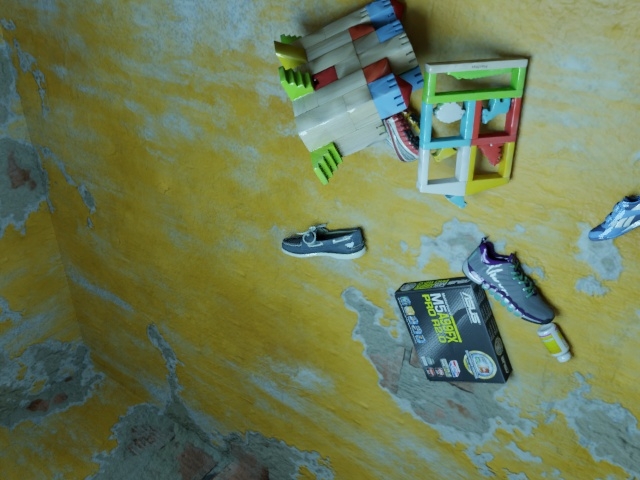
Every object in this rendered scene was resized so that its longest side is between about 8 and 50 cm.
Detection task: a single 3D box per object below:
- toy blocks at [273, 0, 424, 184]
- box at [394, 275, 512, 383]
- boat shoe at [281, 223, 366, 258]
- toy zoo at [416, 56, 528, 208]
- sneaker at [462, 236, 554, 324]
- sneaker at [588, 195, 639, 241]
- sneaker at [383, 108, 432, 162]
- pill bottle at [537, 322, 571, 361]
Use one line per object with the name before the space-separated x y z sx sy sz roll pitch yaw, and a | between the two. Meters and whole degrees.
toy blocks | 0.075 -0.319 1.033 0.261 0.381 0.191 -21 140 13
box | 0.327 0.225 1.321 0.216 0.060 0.270 -10 108 42
boat shoe | 0.000 0.000 1.423 0.254 0.095 0.079 4 119 35
toy zoo | 0.288 -0.200 1.039 0.192 0.030 0.293 -7 120 -8
sneaker | 0.420 0.089 1.156 0.224 0.083 0.098 36 127 17
sneaker | 0.561 -0.048 0.986 0.144 0.053 0.059 -36 91 36
sneaker | 0.147 -0.266 1.159 0.225 0.088 0.093 60 149 5
pill bottle | 0.521 0.227 1.180 0.043 0.043 0.083 -30 94 44
